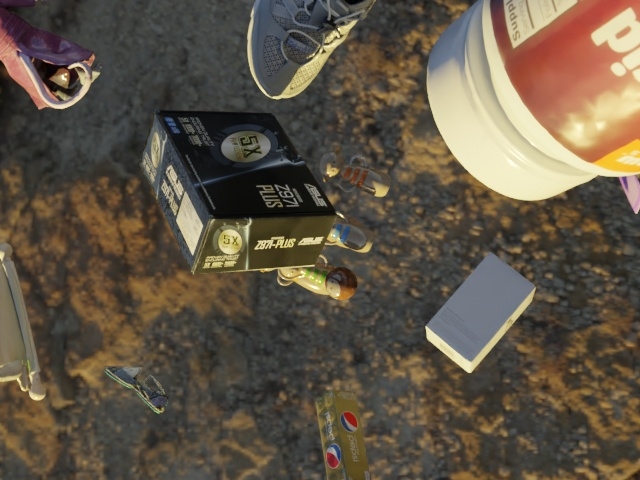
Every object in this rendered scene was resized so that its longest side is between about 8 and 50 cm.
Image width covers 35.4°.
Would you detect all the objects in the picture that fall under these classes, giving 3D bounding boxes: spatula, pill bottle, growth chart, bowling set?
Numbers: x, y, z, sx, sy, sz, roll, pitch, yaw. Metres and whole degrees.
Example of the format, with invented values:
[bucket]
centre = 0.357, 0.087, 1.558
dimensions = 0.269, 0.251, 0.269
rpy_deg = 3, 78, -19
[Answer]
[spatula]
centre = 0.504, -0.182, 1.839
dimensions = 0.030, 0.084, 0.296
rpy_deg = -30, 68, -8
[pill bottle]
centre = 0.269, -0.184, 0.780
dimensions = 0.392, 0.224, 0.224
rpy_deg = -33, 59, 55
[growth chart]
centre = -0.288, 0.047, 0.823
dimensions = 0.021, 0.237, 0.172
rpy_deg = -16, 80, 4
[bowling set]
centre = 0.000, 0.000, 1.686
dimensions = 0.200, 0.154, 0.287
rpy_deg = -86, 19, -64

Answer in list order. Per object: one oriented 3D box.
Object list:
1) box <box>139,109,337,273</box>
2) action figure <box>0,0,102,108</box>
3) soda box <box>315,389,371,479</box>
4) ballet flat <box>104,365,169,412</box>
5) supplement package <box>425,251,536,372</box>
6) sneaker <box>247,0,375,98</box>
[box]
centre = -0.091, -0.055, 1.068
dimensions = 0.180, 0.147, 0.078
rpy_deg = 59, 139, 38
[action figure]
centre = -0.685, -0.430, 2.199
dimensions = 0.248, 0.370, 0.276
rpy_deg = -45, 23, 14
[soda box]
centre = 0.041, 0.375, 1.879
dimensions = 0.061, 0.058, 0.181
rpy_deg = -39, 50, 43
[ballet flat]
centre = -0.277, 0.217, 1.540
dimensions = 0.114, 0.041, 0.041
rpy_deg = 35, 113, 11
[supplement package]
centre = 0.283, 0.129, 1.782
dimensions = 0.105, 0.105, 0.179
rpy_deg = 39, 82, 17
[sneaker]
centre = 0.001, -0.268, 1.103
dimensions = 0.281, 0.105, 0.115
rpy_deg = -60, 26, 31
